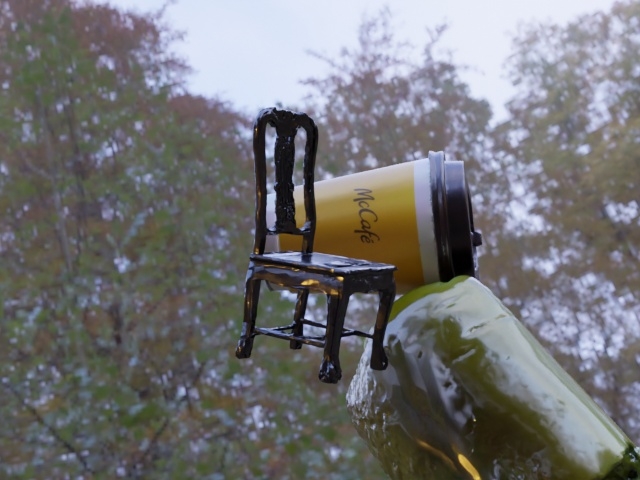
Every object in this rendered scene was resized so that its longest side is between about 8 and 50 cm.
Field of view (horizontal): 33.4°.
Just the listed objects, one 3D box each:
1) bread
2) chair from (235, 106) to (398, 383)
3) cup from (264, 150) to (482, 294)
[{"bbox_3d":[0.185,0.227,1.229,0.208,0.376,0.251,-11,-42,-35],"label":"bread"},{"bbox_3d":[0.000,0.000,0.953,0.113,0.229,0.106,8,5,29],"label":"chair"},{"bbox_3d":[0.066,-0.011,1.380,0.280,0.196,0.196,-5,-30,9],"label":"cup"}]
